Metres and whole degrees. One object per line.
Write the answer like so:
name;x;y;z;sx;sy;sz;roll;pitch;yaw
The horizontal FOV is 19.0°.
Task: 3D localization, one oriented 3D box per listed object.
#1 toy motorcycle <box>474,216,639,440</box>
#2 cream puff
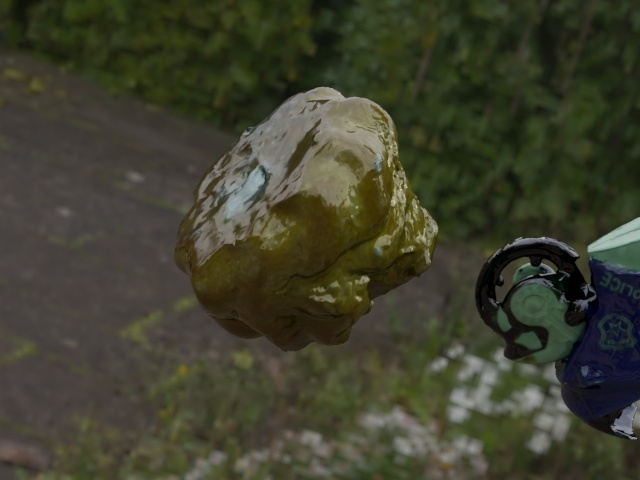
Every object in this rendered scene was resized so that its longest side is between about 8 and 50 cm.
toy motorcycle;0.299;0.054;1.555;0.331;0.196;0.125;-15;22;13
cream puff;0.000;0.000;0.977;0.116;0.146;0.146;43;4;-26
